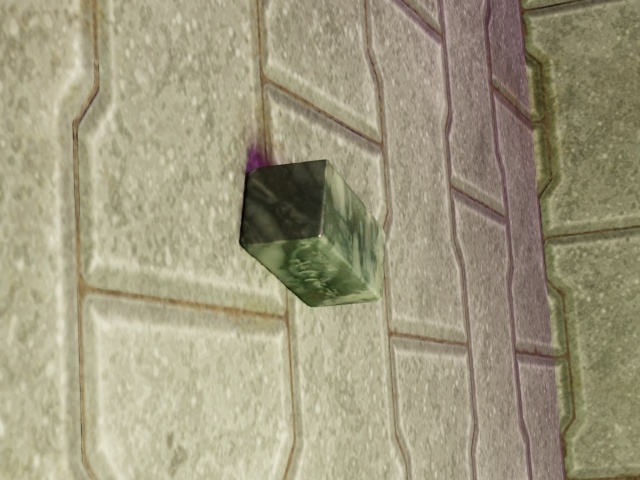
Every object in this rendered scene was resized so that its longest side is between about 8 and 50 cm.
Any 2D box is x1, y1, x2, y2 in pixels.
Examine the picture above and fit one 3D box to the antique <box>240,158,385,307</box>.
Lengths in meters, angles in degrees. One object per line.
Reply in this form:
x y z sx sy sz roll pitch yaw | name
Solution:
0.000 0.000 1.162 0.183 0.088 0.086 46 43 -55 | antique
